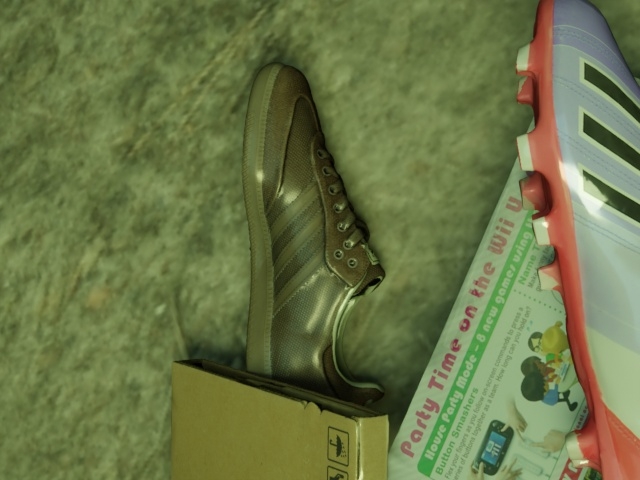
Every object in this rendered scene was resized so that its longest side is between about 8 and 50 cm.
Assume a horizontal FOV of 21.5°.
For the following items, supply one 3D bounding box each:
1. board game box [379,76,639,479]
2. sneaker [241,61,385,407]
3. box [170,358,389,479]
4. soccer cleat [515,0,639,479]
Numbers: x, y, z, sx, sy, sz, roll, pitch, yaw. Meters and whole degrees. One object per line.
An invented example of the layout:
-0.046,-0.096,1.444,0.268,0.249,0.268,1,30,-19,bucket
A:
0.204,0.076,0.737,0.303,0.097,0.224,26,96,28,board game box
0.000,0.000,0.884,0.071,0.066,0.188,-1,88,11,sneaker
-0.026,0.169,0.834,0.164,0.021,0.201,11,102,53,box
0.137,0.014,0.691,0.095,0.083,0.248,-9,76,6,soccer cleat
